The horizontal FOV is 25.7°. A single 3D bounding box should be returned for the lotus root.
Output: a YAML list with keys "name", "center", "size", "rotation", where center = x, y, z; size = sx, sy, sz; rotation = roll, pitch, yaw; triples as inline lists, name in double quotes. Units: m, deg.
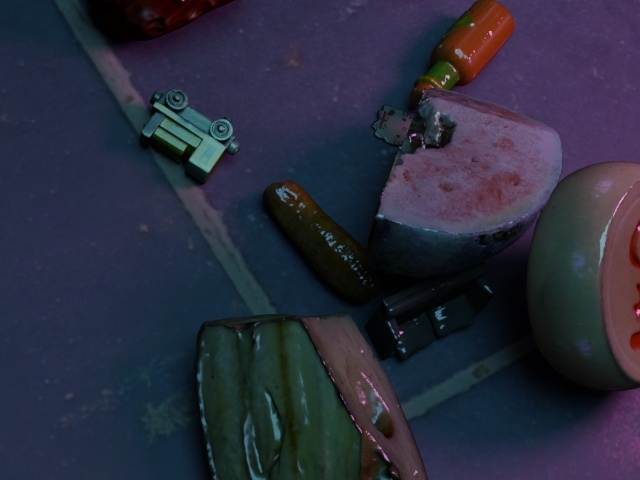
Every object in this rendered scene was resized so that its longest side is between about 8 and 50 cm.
- name: "lotus root"
  center: [-0.005, 0.214, 1.500]
  size: [0.210, 0.142, 0.314]
  rotation: [-20, 73, 15]

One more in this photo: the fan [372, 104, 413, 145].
- name: "fan"
  center: [0.107, -0.139, 1.774]
  size: [0.083, 0.004, 0.056]
  rotation: [25, 60, -5]

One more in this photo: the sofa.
- name: "sofa"
  center: [0.133, 0.083, 1.627]
  size: [0.147, 0.085, 0.060]
  rotation: [-23, 70, -26]

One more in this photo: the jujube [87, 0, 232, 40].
- name: "jujube"
  center: [-0.175, -0.336, 1.703]
  size: [0.155, 0.155, 0.230]
  rotation: [45, 67, 7]

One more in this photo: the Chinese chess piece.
- name: "Chinese chess piece"
  center: [0.344, 0.042, 1.627]
  size: [0.273, 0.102, 0.273]
  rotation: [-6, 98, -50]

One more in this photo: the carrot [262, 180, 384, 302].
- name: "carrot"
  center: [0.000, 0.000, 1.643]
  size: [0.186, 0.060, 0.060]
  rotation: [45, 60, 10]

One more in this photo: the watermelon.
- name: "watermelon"
  center: [0.164, -0.041, 1.622]
  size: [0.188, 0.175, 0.322]
  rotation: [21, 45, 9]

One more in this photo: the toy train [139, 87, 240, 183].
- name: "toy train"
  center: [-0.157, -0.126, 1.662]
  size: [0.122, 0.050, 0.081]
  rotation: [31, 70, 0]

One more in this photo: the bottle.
- name: "bottle"
  center: [0.178, -0.234, 1.806]
  size: [0.069, 0.069, 0.187]
  rotation: [38, 59, 3]
